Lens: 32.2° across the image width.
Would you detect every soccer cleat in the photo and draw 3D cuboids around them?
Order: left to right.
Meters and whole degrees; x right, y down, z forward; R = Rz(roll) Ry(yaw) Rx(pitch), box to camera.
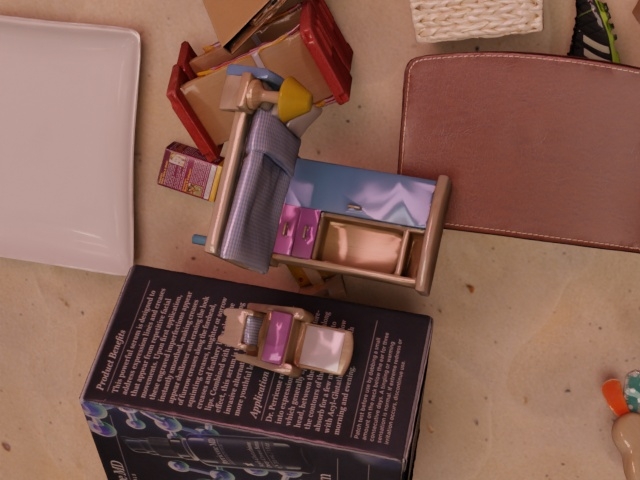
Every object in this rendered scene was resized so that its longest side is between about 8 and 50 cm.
[{"bbox_3d":[0.326,-0.230,1.348,0.072,0.060,0.178,-15,107,17],"label":"soccer cleat"}]

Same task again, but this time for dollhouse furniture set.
[{"bbox_3d":[-0.018,-0.112,1.429,0.201,0.152,0.374,-21,120,16],"label":"dollhouse furniture set"},{"bbox_3d":[0.000,0.000,1.160,0.198,0.303,0.286,10,82,16],"label":"dollhouse furniture set"}]

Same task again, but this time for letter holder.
[{"bbox_3d":[0.258,-0.119,1.324,0.302,0.152,0.214,7,104,20],"label":"letter holder"}]

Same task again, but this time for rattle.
[{"bbox_3d":[0.430,0.285,1.514,0.130,0.143,0.199,-40,81,-12],"label":"rattle"}]

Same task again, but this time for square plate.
[{"bbox_3d":[-0.411,-0.139,1.525,0.344,0.049,0.347,8,109,8],"label":"square plate"}]

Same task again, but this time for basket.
[{"bbox_3d":[0.188,-0.298,1.323,0.167,0.113,0.103,-4,109,13],"label":"basket"}]

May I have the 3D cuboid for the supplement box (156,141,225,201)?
[{"bbox_3d":[-0.171,-0.093,1.496,0.083,0.043,0.055,19,111,3],"label":"supplement box"}]

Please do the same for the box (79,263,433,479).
[{"bbox_3d":[-0.071,0.225,1.432,0.396,0.212,0.293,9,143,9],"label":"box"}]

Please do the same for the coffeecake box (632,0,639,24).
[{"bbox_3d":[0.462,-0.242,1.272,0.186,0.142,0.068,26,111,1],"label":"coffeecake box"}]

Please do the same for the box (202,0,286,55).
[{"bbox_3d":[-0.082,-0.336,1.330,0.164,0.201,0.021,-41,135,19],"label":"box"}]
